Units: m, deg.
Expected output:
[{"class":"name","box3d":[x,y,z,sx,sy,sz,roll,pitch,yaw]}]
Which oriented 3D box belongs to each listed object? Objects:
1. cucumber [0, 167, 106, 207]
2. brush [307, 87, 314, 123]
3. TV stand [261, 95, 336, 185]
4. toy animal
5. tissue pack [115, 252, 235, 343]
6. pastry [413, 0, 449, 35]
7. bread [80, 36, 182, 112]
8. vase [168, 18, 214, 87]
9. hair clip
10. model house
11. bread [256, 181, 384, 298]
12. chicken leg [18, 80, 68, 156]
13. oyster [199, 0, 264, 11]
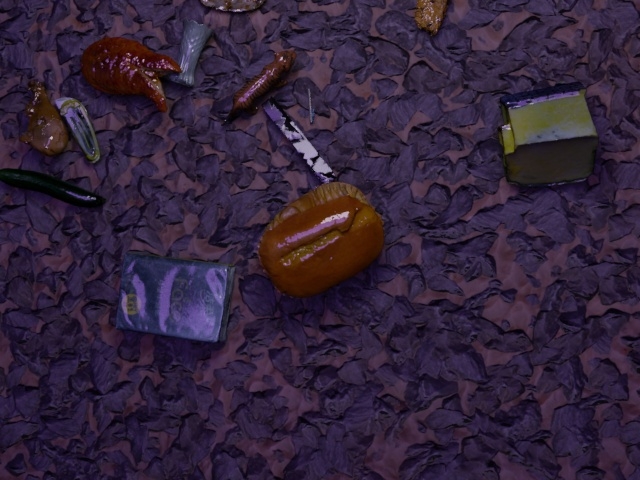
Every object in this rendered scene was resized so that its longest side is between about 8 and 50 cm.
[{"class":"cucumber","box3d":[-0.661,-0.131,1.744,0.284,0.056,0.056,15,90,7]},{"class":"brush","box3d":[-0.022,-0.318,1.688,0.013,0.016,0.083,-5,88,-6]},{"class":"TV stand","box3d":[-0.050,-0.231,1.676,0.036,0.042,0.249,-39,84,7]},{"class":"toy animal","box3d":[-0.148,-0.353,1.663,0.241,0.099,0.057,-41,83,3]},{"class":"tissue pack","box3d":[-0.340,0.133,1.680,0.257,0.081,0.185,7,89,9]},{"class":"pastry","box3d":[0.260,-0.547,1.642,0.080,0.056,0.140,26,85,0]},{"class":"bread","box3d":[-0.456,-0.403,1.688,0.269,0.095,0.139,22,101,24]},{"class":"vase","box3d":[-0.312,-0.442,1.701,0.081,0.081,0.148,19,95,7]},{"class":"hair clip","box3d":[-0.584,-0.272,1.749,0.060,0.033,0.188,-28,82,3]},{"class":"model house","box3d":[0.491,-0.248,1.580,0.194,0.170,0.211,-9,59,14]},{"class":"bread","box3d":[0.000,0.000,1.589,0.288,0.156,0.204,-27,102,2]},{"class":"chicken leg","box3d":[-0.682,-0.294,1.744,0.101,0.085,0.207,-25,76,20]},{"class":"oyster","box3d":[-0.213,-0.600,1.703,0.177,0.056,0.105,9,101,8]}]
